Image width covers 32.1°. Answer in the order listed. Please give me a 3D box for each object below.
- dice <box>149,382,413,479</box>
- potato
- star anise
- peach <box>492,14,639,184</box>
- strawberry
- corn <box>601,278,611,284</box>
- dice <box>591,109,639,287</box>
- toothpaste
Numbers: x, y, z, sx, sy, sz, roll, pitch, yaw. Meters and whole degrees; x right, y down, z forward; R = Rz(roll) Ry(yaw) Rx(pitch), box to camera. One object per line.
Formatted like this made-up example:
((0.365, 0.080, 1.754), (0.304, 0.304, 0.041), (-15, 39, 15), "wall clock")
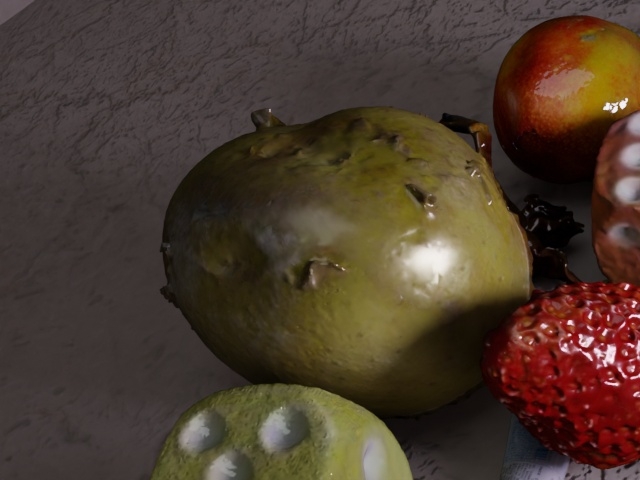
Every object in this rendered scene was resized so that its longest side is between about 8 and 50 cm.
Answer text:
((-0.038, 0.306, 1.184), (0.227, 0.238, 0.233), (-5, 48, 26), "dice")
((0.000, 0.000, 1.312), (0.442, 0.319, 0.385), (1, 73, 42), "potato")
((0.211, -0.023, 1.432), (0.237, 0.148, 0.346), (-19, 59, 14), "star anise")
((0.341, -0.185, 1.473), (0.231, 0.231, 0.231), (-16, 43, 15), "peach")
((0.258, 0.126, 1.149), (0.205, 0.244, 0.205), (-23, 59, 44), "strawberry")
((0.333, 0.081, 1.356), (0.083, 0.027, 0.028), (-46, 23, -18), "corn")
((0.423, -0.043, 1.309), (0.174, 0.179, 0.175), (6, 50, 28), "dice")
((0.233, 0.259, 1.224), (0.089, 0.057, 0.234), (0, 42, 26), "toothpaste")
